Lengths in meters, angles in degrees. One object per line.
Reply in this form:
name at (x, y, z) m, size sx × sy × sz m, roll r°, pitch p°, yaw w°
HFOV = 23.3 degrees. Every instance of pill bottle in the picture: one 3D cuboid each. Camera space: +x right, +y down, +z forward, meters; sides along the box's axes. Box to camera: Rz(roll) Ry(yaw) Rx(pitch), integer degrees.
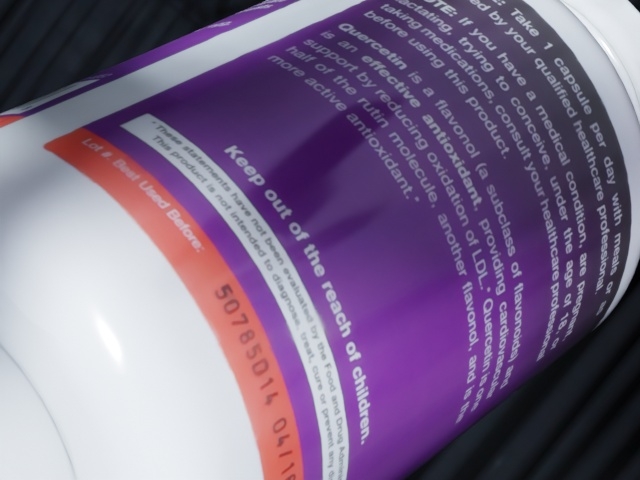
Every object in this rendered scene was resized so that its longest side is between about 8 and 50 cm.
pill bottle at (0.000, 0.000, 0.583) m, size 0.181 × 0.181 × 0.323 m, roll 40°, pitch -134°, yaw 22°
